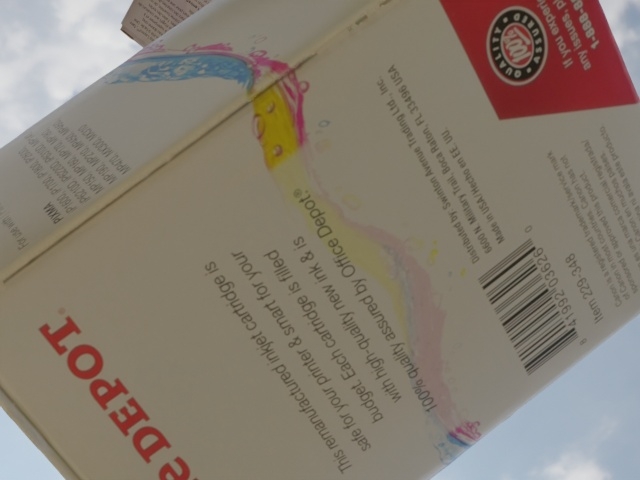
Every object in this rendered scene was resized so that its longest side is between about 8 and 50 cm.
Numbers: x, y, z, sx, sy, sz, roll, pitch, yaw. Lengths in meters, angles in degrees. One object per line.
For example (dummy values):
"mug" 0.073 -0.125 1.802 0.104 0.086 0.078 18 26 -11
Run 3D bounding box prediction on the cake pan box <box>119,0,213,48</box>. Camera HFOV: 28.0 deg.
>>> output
"cake pan box" -0.005 -0.201 0.992 0.267 0.070 0.246 38 -71 20

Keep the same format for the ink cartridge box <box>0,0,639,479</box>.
"ink cartridge box" 0.000 0.000 0.606 0.306 0.226 0.131 -35 -148 -8
